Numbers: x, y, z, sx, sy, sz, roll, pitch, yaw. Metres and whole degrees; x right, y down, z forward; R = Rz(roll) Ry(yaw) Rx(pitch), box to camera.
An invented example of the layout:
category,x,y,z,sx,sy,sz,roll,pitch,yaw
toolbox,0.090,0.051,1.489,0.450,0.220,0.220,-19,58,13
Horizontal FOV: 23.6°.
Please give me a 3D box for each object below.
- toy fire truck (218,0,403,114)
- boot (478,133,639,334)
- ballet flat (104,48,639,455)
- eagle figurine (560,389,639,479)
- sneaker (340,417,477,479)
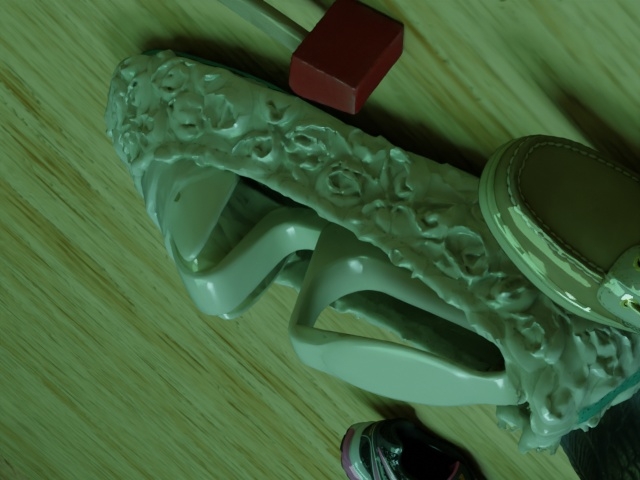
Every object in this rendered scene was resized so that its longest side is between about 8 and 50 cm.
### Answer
category,x,y,z,sx,sy,sz,roll,pitch,yaw
toy fire truck,-0.052,-0.151,0.756,0.192,0.047,0.135,29,158,20
boot,0.187,0.005,0.674,0.213,0.077,0.165,34,159,-8
ballet flat,0.000,0.000,0.867,0.409,0.147,0.147,23,154,33
eagle figurine,0.188,0.225,0.851,0.225,0.298,0.226,31,149,0
sneaker,0.099,0.204,1.207,0.178,0.072,0.077,36,148,-12
